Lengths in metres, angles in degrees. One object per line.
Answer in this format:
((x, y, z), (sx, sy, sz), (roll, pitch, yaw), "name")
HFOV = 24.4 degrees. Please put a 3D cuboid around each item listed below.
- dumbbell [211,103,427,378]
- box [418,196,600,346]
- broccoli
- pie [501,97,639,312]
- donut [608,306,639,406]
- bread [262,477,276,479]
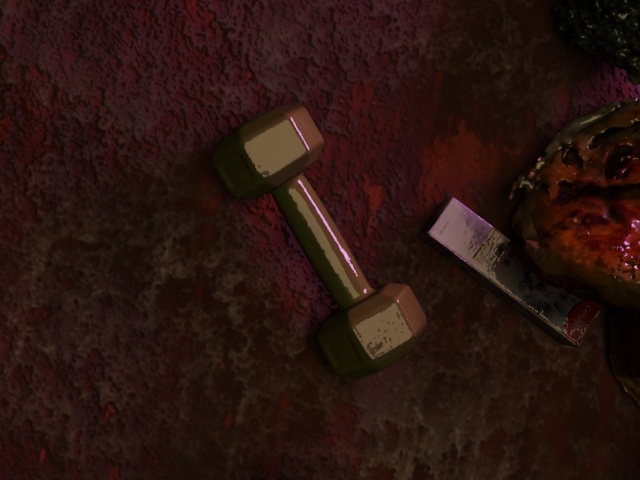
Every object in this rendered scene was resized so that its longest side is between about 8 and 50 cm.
((0.000, 0.000, 1.596), (0.108, 0.121, 0.302), (-34, 94, -40), "dumbbell")
((0.213, 0.037, 1.673), (0.218, 0.039, 0.055), (36, 80, -8), "box")
((0.392, -0.295, 1.671), (0.245, 0.248, 0.288), (0, 75, -47), "broccoli")
((0.349, -0.042, 1.615), (0.308, 0.085, 0.308), (-9, 53, 12), "pie")
((0.407, 0.103, 1.673), (0.151, 0.112, 0.295), (-27, 92, -15), "donut")
((-0.052, 0.301, 1.578), (0.035, 0.094, 0.090), (17, 84, -9), "bread")
